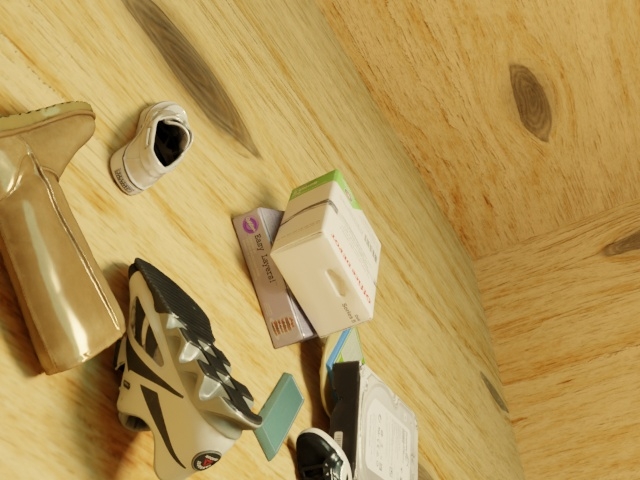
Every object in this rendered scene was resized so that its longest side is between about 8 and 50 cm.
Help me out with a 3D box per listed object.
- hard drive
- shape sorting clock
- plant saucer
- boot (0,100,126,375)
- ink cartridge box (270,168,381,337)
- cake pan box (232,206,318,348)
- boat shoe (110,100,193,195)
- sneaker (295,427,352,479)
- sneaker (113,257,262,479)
[{"bbox_3d":[0.111,0.401,1.465,0.339,0.064,0.237,52,36,-50],"label":"hard drive"},{"bbox_3d":[0.041,0.251,1.488,0.206,0.040,0.206,-3,90,-65],"label":"shape sorting clock"},{"bbox_3d":[-0.065,0.287,1.265,0.067,0.018,0.192,65,18,-10],"label":"plant saucer"},{"bbox_3d":[-0.294,-0.012,0.874,0.270,0.089,0.236,67,26,-8],"label":"boot"},{"bbox_3d":[0.018,0.018,1.432,0.198,0.114,0.273,60,20,-21],"label":"ink cartridge box"},{"bbox_3d":[-0.055,0.062,1.464,0.267,0.070,0.245,71,17,6],"label":"cake pan box"},{"bbox_3d":[-0.236,-0.153,1.172,0.095,0.084,0.258,57,22,-28],"label":"boat shoe"},{"bbox_3d":[0.007,0.419,1.222,0.217,0.079,0.121,68,19,-2],"label":"sneaker"},{"bbox_3d":[-0.200,0.147,0.918,0.122,0.146,0.330,42,7,-40],"label":"sneaker"}]
